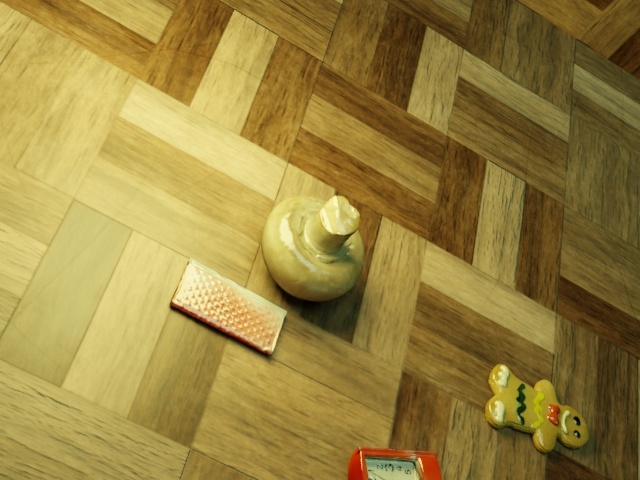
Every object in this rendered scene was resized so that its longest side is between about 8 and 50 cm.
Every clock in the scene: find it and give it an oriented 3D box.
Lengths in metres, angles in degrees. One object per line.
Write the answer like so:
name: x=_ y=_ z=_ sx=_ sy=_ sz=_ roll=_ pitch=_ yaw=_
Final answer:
clock: x=0.124 y=0.408 z=1.713 sx=0.155 sy=0.061 sz=0.113 roll=10 pitch=53 yaw=-24

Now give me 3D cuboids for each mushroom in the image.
mushroom: x=0.000 y=0.000 z=1.830 sx=0.204 sy=0.204 sz=0.204 roll=18 pitch=50 yaw=-23

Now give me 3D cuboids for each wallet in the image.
wallet: x=-0.155 y=0.115 z=1.765 sx=0.196 sy=0.020 sz=0.103 roll=29 pitch=46 yaw=-13

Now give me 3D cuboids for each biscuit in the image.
biscuit: x=0.424 y=0.331 z=1.989 sx=0.240 sy=0.035 sz=0.158 roll=24 pitch=50 yaw=-17
